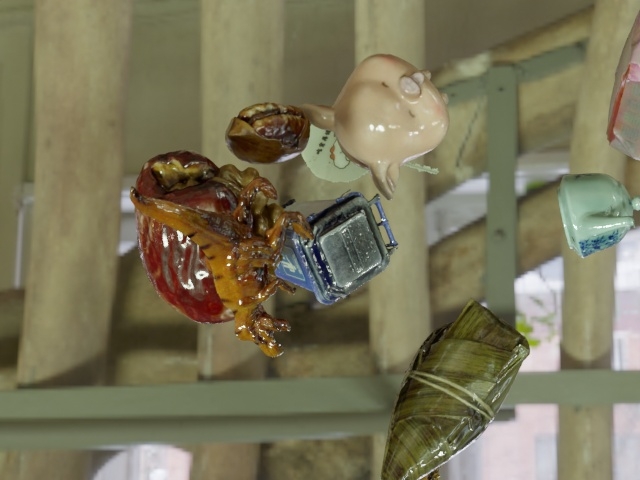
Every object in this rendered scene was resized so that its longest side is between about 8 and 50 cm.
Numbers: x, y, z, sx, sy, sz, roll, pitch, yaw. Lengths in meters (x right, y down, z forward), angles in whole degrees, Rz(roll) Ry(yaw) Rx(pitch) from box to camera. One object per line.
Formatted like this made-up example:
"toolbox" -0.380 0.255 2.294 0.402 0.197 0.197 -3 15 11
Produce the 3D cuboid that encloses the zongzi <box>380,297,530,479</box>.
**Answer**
"zongzi" 0.114 0.212 1.203 0.111 0.241 0.248 37 156 11

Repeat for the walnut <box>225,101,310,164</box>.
"walnut" -0.094 -0.186 1.866 0.115 0.116 0.207 -8 180 38

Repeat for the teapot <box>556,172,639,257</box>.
"teapot" 0.517 -0.057 1.972 0.158 0.159 0.232 -2 -160 12

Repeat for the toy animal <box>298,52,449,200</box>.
"toy animal" 0.118 -0.226 2.010 0.269 0.237 0.326 -44 178 -27

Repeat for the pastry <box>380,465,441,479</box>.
"pastry" 0.133 0.314 1.515 0.080 0.056 0.140 -2 -156 30

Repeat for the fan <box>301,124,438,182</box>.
"fan" 0.110 -0.197 2.383 0.329 0.191 0.009 20 165 21

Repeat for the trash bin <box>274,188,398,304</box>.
"trash bin" 0.000 0.000 1.916 0.184 0.163 0.234 -31 -160 -26

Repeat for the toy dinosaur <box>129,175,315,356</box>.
"toy dinosaur" -0.120 -0.006 1.576 0.097 0.208 0.432 21 152 43

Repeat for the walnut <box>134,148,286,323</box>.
"walnut" -0.175 -0.013 1.748 0.243 0.222 0.269 -11 126 2

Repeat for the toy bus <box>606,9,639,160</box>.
"toy bus" 0.461 -0.198 1.415 0.147 0.128 0.303 11 166 11
